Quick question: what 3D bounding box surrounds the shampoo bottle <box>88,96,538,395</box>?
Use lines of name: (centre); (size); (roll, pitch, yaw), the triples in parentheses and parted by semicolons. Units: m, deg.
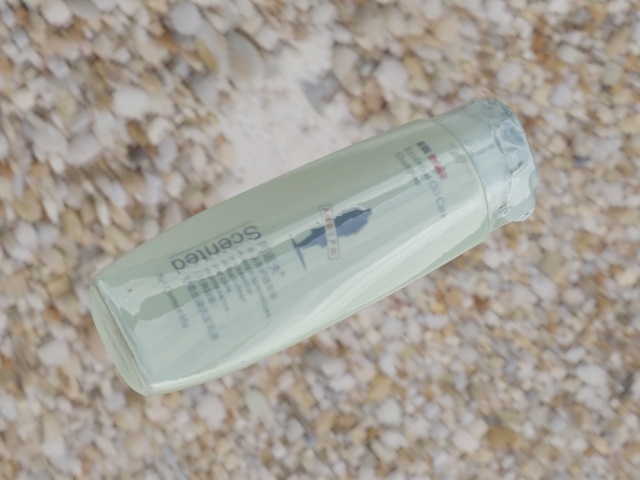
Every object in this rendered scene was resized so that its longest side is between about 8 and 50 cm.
shampoo bottle: (0.000, 0.000, 0.842); (0.212, 0.049, 0.072); (-28, 78, -20)
